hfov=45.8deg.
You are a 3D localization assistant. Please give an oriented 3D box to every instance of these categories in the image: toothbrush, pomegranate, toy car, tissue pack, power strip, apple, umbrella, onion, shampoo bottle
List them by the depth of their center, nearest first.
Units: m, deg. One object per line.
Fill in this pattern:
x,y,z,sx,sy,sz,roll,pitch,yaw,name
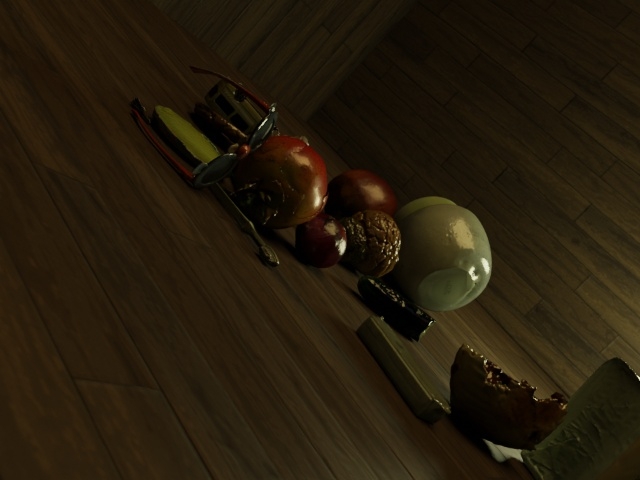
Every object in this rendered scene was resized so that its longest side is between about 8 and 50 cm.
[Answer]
0.161,0.251,1.486,0.078,0.052,0.272,33,16,-46,power strip
-0.164,-0.046,1.515,0.028,0.026,0.294,29,17,-53,toothbrush
-0.386,-0.280,1.633,0.083,0.020,0.031,48,-28,22,umbrella
-0.090,-0.119,1.635,0.210,0.210,0.235,44,38,2,pomegranate
0.000,0.000,1.707,0.131,0.131,0.131,42,10,-9,onion
0.717,0.510,1.777,0.405,0.332,0.205,35,11,-36,tissue pack
0.110,-0.104,2.310,0.230,0.230,0.230,42,10,-9,apple
-0.236,-0.375,2.319,0.257,0.124,0.101,49,7,-28,toy car
0.363,0.045,2.334,0.322,0.322,0.317,35,22,-39,shampoo bottle

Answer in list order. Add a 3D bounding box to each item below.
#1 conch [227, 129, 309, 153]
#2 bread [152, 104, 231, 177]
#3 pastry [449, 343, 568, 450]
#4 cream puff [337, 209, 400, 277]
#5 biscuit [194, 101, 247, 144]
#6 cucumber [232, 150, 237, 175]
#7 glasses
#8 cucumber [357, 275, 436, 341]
-0.123,-0.217,1.993,0.245,0.178,0.163,13,33,-24,conch
-0.291,-0.218,1.704,0.228,0.033,0.228,42,12,-11,bread
0.370,0.345,1.625,0.256,0.170,0.236,32,-6,-29,pastry
0.099,0.007,2.003,0.168,0.183,0.183,4,35,-40,cream puff
-0.257,-0.304,2.082,0.225,0.042,0.226,36,2,-1,biscuit
-0.183,-0.156,1.806,0.058,0.058,0.187,37,13,-30,cucumber
-0.244,-0.252,1.535,0.268,0.234,0.118,41,-19,14,glasses
0.180,0.165,1.858,0.241,0.074,0.074,36,12,-21,cucumber
